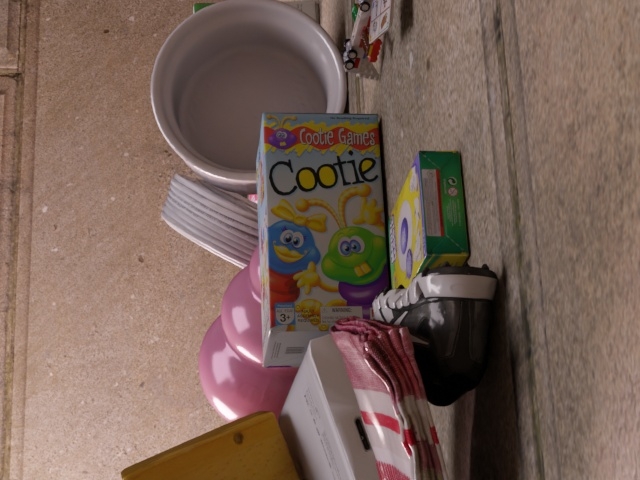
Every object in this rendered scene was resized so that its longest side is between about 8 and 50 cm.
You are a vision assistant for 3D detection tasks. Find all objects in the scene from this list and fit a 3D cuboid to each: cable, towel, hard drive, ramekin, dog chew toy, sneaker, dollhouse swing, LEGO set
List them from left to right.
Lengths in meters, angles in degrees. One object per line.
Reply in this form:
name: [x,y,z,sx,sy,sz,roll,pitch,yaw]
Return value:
dollhouse swing: [-0.140,0.432,1.690,0.305,0.315,0.346,-23,87,55]
cable: [-0.122,-0.015,1.968,0.089,0.257,0.257,-62,0,3]
ramekin: [-0.100,-0.200,1.870,0.135,0.277,0.277,89,179,-76]
dog chew toy: [-0.054,0.119,1.806,0.206,0.207,0.331,-98,19,-48]
hard drive: [0.020,0.272,1.541,0.353,0.047,0.233,110,142,-67]
LEGO set: [0.069,-0.295,1.479,0.244,0.060,0.182,155,121,-74]
towel: [0.075,0.224,1.050,0.237,0.037,0.328,162,93,-83]
sneaker: [0.091,0.088,1.085,0.234,0.078,0.106,131,141,-76]

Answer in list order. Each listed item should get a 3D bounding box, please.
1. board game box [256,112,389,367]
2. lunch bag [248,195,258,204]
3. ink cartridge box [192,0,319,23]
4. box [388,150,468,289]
board game box: [0.000,0.000,1.543,0.144,0.142,0.275,105,163,-67]
lunch bag: [-0.090,-0.180,2.341,0.293,0.120,0.258,-103,15,-59]
ink cartridge box: [-0.112,-0.336,2.180,0.153,0.209,0.086,113,153,-74]
box: [0.095,0.000,1.198,0.179,0.043,0.105,103,166,-66]
